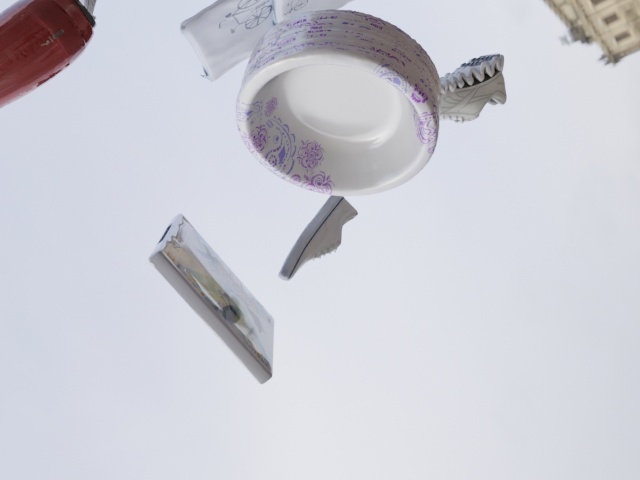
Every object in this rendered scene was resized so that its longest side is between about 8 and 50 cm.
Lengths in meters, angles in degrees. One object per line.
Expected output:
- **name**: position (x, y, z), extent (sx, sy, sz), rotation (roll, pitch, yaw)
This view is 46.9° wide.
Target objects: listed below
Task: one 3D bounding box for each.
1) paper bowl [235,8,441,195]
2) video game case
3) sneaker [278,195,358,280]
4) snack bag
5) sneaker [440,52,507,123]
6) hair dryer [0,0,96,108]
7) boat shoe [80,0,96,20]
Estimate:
- **paper bowl**: position (0.031, -0.204, 1.052), extent (0.284, 0.284, 0.148), rotation (38, -132, -33)
- **video game case**: position (-0.209, 0.108, 1.511), extent (0.329, 0.036, 0.300), rotation (51, -172, -14)
- **sneaker**: position (0.000, 0.000, 1.715), extent (0.091, 0.094, 0.258), rotation (36, -109, 0)
- **snack bag**: position (-0.076, -0.398, 1.279), extent (0.037, 0.342, 0.323), rotation (59, 179, 1)
- **sneaker**: position (0.271, -0.290, 1.537), extent (0.292, 0.110, 0.118), rotation (-25, -70, -15)
- **hair dryer**: position (-0.323, -0.215, 0.810), extent (0.080, 0.223, 0.293), rotation (51, -139, -26)
- **boat shoe**: position (-0.481, -0.459, 1.524), extent (0.035, 0.100, 0.035), rotation (-3, -147, -35)
